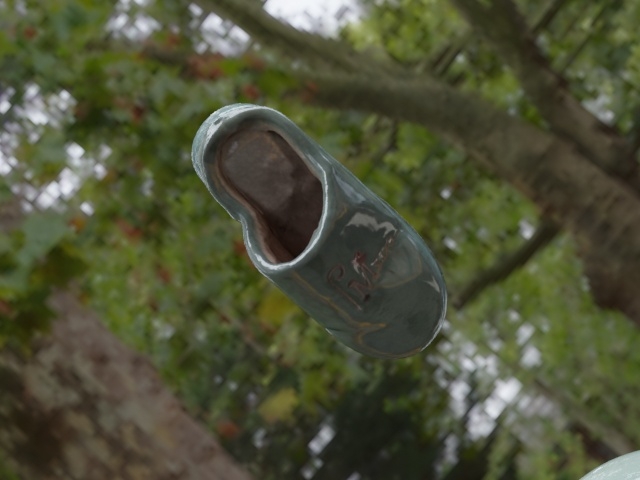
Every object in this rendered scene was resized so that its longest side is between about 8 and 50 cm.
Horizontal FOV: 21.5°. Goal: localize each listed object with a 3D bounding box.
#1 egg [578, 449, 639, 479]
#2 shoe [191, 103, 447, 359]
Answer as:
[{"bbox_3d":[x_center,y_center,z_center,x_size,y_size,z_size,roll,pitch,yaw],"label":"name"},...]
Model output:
[{"bbox_3d":[0.259,0.291,1.046,0.230,0.371,0.230,-26,21,11],"label":"egg"},{"bbox_3d":[0.000,0.000,1.294,0.103,0.251,0.100,-43,9,12],"label":"shoe"}]
